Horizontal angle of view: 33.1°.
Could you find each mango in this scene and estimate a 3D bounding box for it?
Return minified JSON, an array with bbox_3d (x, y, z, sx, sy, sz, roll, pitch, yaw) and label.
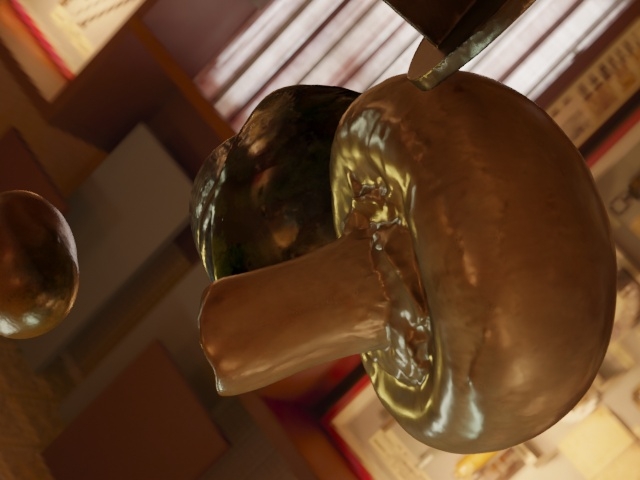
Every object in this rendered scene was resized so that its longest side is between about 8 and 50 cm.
[{"bbox_3d":[-0.335,0.033,1.197,0.120,0.152,0.221,11,-157,-34],"label":"mango"}]

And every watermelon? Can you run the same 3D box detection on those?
[{"bbox_3d":[-0.006,-0.009,0.737,0.193,0.145,0.137,32,143,28],"label":"watermelon"}]

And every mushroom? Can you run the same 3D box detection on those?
[{"bbox_3d":[0.038,0.019,0.567,0.207,0.215,0.207,164,90,-80],"label":"mushroom"}]

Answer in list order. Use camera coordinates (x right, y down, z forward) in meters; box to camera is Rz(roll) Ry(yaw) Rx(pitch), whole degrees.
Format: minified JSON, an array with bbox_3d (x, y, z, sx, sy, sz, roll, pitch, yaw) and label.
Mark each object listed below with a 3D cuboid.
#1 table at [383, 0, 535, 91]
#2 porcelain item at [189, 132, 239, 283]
[{"bbox_3d":[0.012,-0.199,0.445,0.226,0.167,0.167,40,-169,-10],"label":"table"},{"bbox_3d":[-0.030,-0.012,0.884,0.147,0.147,0.114,40,-172,-26],"label":"porcelain item"}]
